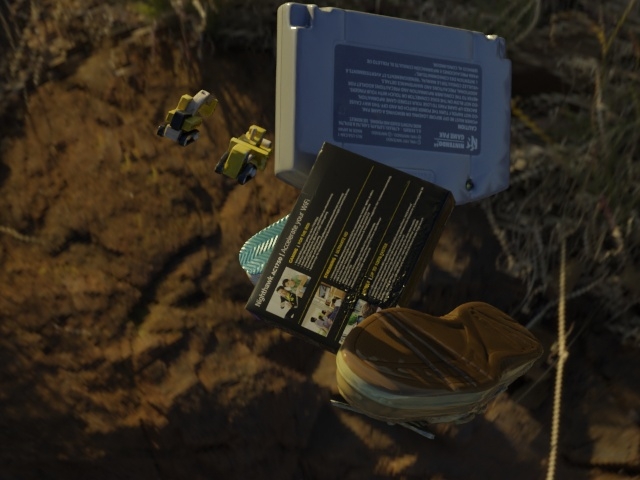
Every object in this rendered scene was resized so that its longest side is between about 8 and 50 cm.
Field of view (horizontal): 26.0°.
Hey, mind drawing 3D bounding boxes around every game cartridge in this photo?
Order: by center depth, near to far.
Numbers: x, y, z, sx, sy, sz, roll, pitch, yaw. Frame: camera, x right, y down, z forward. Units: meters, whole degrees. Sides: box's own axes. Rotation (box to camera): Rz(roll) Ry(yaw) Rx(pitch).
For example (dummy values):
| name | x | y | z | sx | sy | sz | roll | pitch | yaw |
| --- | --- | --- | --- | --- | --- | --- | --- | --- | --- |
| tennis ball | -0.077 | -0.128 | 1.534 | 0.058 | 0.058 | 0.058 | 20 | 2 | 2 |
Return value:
| name | x | y | z | sx | sy | sz | roll | pitch | yaw |
| --- | --- | --- | --- | --- | --- | --- | --- | --- | --- |
| game cartridge | 0.078 | -0.129 | 1.431 | 0.294 | 0.060 | 0.196 | 3 | 84 | -37 |

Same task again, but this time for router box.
| name | x | y | z | sx | sy | sz | roll | pitch | yaw |
| --- | --- | --- | --- | --- | --- | --- | --- | --- | --- |
| router box | 0.029 | 0.013 | 1.286 | 0.133 | 0.046 | 0.179 | 23 | 81 | 17 |

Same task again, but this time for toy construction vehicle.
| name | x | y | z | sx | sy | sz | roll | pitch | yaw |
| --- | --- | --- | --- | --- | --- | --- | --- | --- | --- |
| toy construction vehicle | -0.075 | -0.084 | 1.075 | 0.086 | 0.098 | 0.035 | 26 | 110 | 10 |

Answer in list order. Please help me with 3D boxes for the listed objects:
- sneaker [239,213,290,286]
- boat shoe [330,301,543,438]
| name | x | y | z | sx | sy | sz | roll | pitch | yaw |
| --- | --- | --- | --- | --- | --- | --- | --- | --- | --- |
| sneaker | 0.000 | 0.000 | 1.972 | 0.228 | 0.092 | 0.087 | -25 | 53 | 1 |
| boat shoe | 0.094 | 0.116 | 1.137 | 0.104 | 0.285 | 0.089 | 42 | 112 | 26 |
